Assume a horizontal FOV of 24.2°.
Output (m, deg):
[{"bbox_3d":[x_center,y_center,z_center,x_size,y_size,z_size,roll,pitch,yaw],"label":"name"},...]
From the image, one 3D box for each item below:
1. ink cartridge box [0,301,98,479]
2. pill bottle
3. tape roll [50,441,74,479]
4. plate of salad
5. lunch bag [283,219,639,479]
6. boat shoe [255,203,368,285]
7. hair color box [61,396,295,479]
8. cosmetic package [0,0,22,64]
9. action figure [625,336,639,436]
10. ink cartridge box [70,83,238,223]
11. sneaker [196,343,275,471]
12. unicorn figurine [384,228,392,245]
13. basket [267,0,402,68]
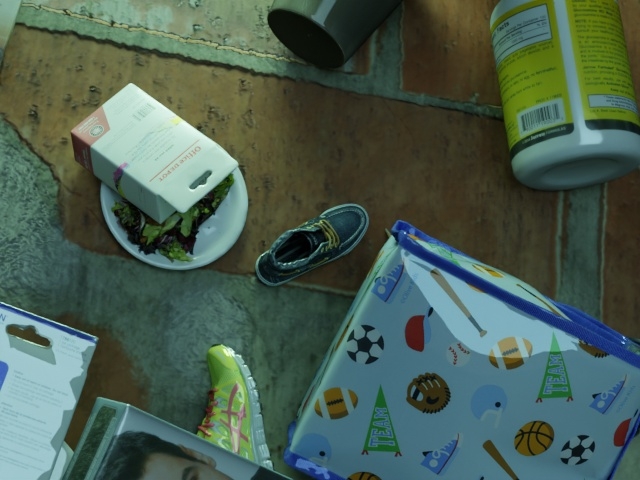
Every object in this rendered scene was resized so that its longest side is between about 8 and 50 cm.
[{"bbox_3d":[-0.390,0.243,1.741,0.165,0.065,0.333,22,70,-9],"label":"ink cartridge box"},{"bbox_3d":[0.345,-0.254,2.130,0.188,0.188,0.334,-2,74,-18],"label":"pill bottle"},{"bbox_3d":[-0.446,0.371,1.756,0.392,0.072,0.392,5,72,-17],"label":"tape roll"},{"bbox_3d":[-0.191,-0.059,1.981,0.200,0.048,0.200,5,72,-16],"label":"plate of salad"},{"bbox_3d":[0.194,0.203,1.868,0.385,0.239,0.328,26,98,-1],"label":"lunch bag"},{"bbox_3d":[0.000,0.000,2.001,0.183,0.083,0.065,-32,85,-23],"label":"boat shoe"},{"bbox_3d":[-0.126,0.346,1.776,0.374,0.113,0.185,28,77,-23],"label":"hair color box"},{"bbox_3d":[-0.438,-0.366,1.945,0.129,0.153,0.296,18,70,-13],"label":"cosmetic package"},{"bbox_3d":[0.389,0.199,2.034,0.275,0.141,0.164,9,68,2],"label":"action figure"},{"bbox_3d":[-0.213,-0.103,1.934,0.198,0.067,0.115,36,61,21],"label":"ink cartridge box"},{"bbox_3d":[-0.123,0.234,1.894,0.094,0.081,0.208,-10,77,-17],"label":"sneaker"},{"bbox_3d":[0.124,0.067,2.032,0.111,0.060,0.162,23,68,-10],"label":"unicorn figurine"},{"bbox_3d":[0.037,-0.366,2.094,0.204,0.154,0.227,41,70,-27],"label":"basket"}]
